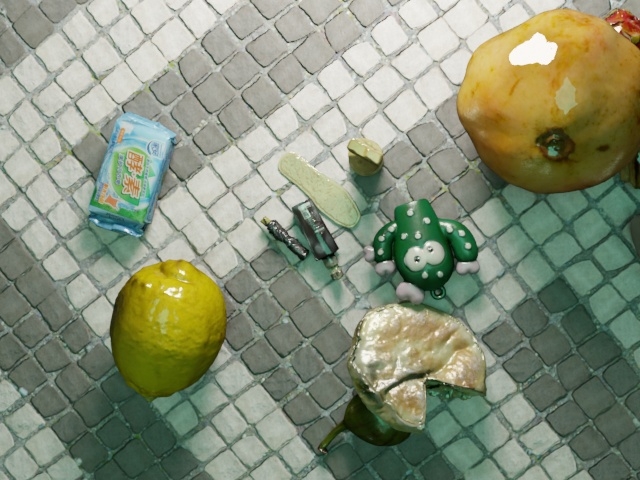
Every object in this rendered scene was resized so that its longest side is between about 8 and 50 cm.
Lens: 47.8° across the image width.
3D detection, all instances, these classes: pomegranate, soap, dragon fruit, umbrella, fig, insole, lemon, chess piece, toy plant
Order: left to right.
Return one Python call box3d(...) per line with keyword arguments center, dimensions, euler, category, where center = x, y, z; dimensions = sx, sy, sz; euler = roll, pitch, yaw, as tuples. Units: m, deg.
box3d(center=(-0.459, -0.159, 1.768), dimensions=(0.156, 0.077, 0.293), euler=(18, 94, 3), category="soap")
box3d(center=(-0.354, 0.207, 1.694), dimensions=(0.286, 0.285, 0.316), euler=(-14, 112, 4), category="lemon")
box3d(center=(-0.087, -0.007, 1.772), dimensions=(0.144, 0.040, 0.037), euler=(42, 87, -3), category="umbrella")
box3d(center=(-0.001, -0.126, 1.774), dimensions=(0.248, 0.011, 0.081), euler=(40, 95, 1), category="insole")
box3d(center=(0.104, 0.440, 1.764), dimensions=(0.259, 0.151, 0.151), euler=(-30, 91, 36), category="fig")
box3d(center=(0.105, -0.198, 1.668), dimensions=(0.090, 0.200, 0.090), euler=(0, 92, 3), category="chess piece")
box3d(center=(0.243, 0.028, 1.717), dimensions=(0.232, 0.112, 0.243), euler=(-42, 84, 3), category="toy plant")
box3d(center=(0.509, -0.297, 1.565), dimensions=(0.412, 0.411, 0.411), euler=(0, 93, 4), category="pomegranate")
box3d(center=(0.708, -0.411, 1.668), dimensions=(0.125, 0.125, 0.246), euler=(-20, 115, 36), category="dragon fruit")

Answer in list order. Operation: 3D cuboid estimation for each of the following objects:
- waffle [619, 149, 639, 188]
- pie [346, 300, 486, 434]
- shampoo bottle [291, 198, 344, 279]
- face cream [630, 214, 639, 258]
box3d(center=(0.848, -0.243, 1.654), dimensions=(0.308, 0.091, 0.212), euler=(-9, 106, 4), category="waffle")
box3d(center=(0.224, 0.281, 1.692), dimensions=(0.338, 0.075, 0.337), euler=(4, 59, -6), category="pie")
box3d(center=(-0.001, 0.001, 1.755), dimensions=(0.057, 0.063, 0.207), euler=(-27, 91, 14), category="shampoo bottle")
box3d(center=(0.821, -0.002, 1.645), dimensions=(0.153, 0.177, 0.177), euler=(-22, 91, 3), category="face cream")
